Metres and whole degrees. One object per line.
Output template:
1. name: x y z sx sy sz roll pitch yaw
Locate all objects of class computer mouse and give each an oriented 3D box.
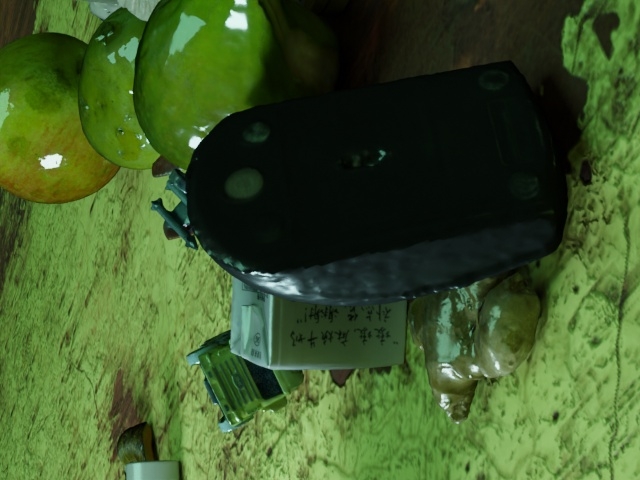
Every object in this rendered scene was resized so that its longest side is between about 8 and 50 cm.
1. computer mouse: 0.042 -0.029 0.995 0.100 0.269 0.170 75 -174 -52

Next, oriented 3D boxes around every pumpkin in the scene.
1. pumpkin: -0.246 0.302 1.893 0.073 0.035 0.101 -43 46 43

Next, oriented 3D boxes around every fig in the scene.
1. fig: -0.082 -0.183 1.274 0.275 0.206 0.206 88 173 -66

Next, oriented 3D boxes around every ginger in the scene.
1. ginger: 0.110 0.025 1.067 0.133 0.059 0.214 -36 58 56

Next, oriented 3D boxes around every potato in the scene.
1. potato: -0.210 -0.193 1.703 0.186 0.148 0.253 59 144 4

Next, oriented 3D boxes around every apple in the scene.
1. apple: -0.383 -0.182 1.980 0.226 0.246 0.246 -56 39 35

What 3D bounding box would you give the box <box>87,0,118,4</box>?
1. box: -0.203 -0.366 1.583 0.155 0.231 0.149 113 149 -41

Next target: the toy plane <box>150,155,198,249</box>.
1. toy plane: -0.074 -0.058 1.433 0.223 0.104 0.326 -53 37 8

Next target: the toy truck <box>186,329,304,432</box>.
1. toy truck: -0.055 0.118 1.353 0.085 0.116 0.191 64 -178 0

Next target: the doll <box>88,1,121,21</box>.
1. doll: -0.266 -0.379 1.897 0.149 0.095 0.192 -115 32 -49

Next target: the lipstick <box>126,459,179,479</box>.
1. lipstick: -0.208 0.408 1.749 0.070 0.070 0.254 154 115 -63

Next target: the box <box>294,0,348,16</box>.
1. box: 0.001 -0.271 1.357 0.105 0.037 0.105 -179 90 -67

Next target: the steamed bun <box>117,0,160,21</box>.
1. steamed bun: -0.136 -0.317 1.436 0.211 0.218 0.144 90 -178 -77

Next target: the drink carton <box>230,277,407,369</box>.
1. drink carton: 0.001 0.001 1.223 0.102 0.134 0.222 8 96 64
